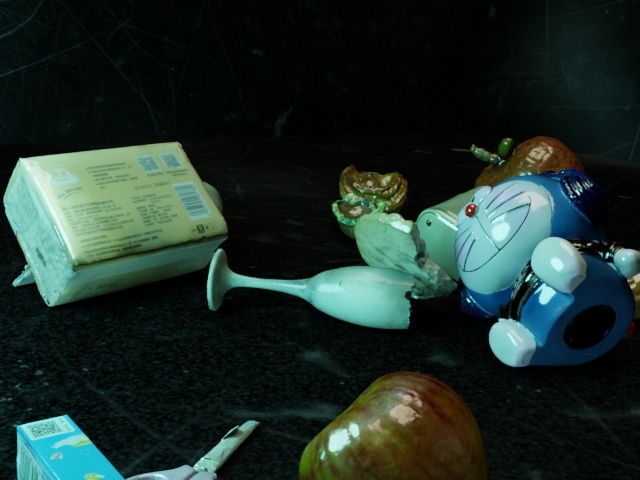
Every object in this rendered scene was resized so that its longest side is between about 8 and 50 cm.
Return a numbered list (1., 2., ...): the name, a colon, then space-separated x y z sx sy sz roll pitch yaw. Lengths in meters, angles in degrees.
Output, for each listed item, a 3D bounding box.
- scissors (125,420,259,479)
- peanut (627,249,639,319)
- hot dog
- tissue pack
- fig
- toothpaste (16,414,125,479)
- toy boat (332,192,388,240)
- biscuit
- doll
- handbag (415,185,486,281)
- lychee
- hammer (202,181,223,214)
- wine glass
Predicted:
1. scissors: -0.111 0.221 0.728 0.110 0.021 0.212 11 18 20
2. peanut: 0.579 0.073 1.236 0.253 0.122 0.137 -2 24 -10
3. hot dog: 0.133 -0.135 1.914 0.175 0.114 0.259 4 16 0
4. tissue pack: -0.356 -0.016 1.251 0.238 0.238 0.305 16 20 38
5. fig: 0.082 0.199 0.647 0.202 0.148 0.149 34 43 -25
6. toothpaste: -0.182 0.229 0.604 0.050 0.065 0.267 -5 16 -39
7. toy boat: 0.096 -0.048 1.632 0.108 0.099 0.293 1 8 -11
8. biscuit: 0.131 0.034 1.180 0.188 0.040 0.265 34 -18 18
9. doll: 0.324 0.033 1.106 0.240 0.284 0.310 24 24 -29
10. handbag: 0.340 -0.012 1.416 0.315 0.109 0.241 -17 49 -44
11. lychee: 0.473 -0.125 1.697 0.255 0.300 0.255 -35 -2 -1
12. hammer: -0.368 -0.044 1.512 0.336 0.119 0.206 -5 14 -5
13. wine glass: 0.000 0.000 1.171 0.310 0.264 0.096 5 -24 7
